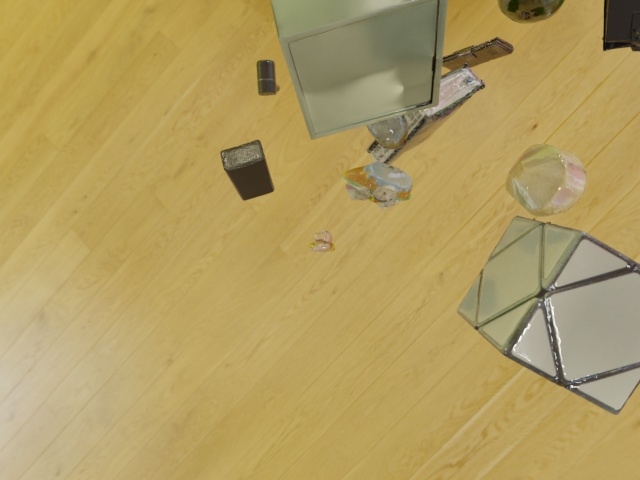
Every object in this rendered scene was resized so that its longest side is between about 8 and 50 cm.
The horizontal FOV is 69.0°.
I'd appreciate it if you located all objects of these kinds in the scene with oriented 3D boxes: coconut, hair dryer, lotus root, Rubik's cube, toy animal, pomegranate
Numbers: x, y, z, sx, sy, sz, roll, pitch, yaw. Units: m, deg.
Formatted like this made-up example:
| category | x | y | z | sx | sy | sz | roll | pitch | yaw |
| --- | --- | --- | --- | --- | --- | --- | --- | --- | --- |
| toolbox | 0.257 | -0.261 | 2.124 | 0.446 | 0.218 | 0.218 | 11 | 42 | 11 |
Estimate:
| category | x | y | z | sx | sy | sz | roll | pitch | yaw |
| --- | --- | --- | --- | --- | --- | --- | --- | --- | --- |
| coconut | 0.686 | -0.184 | 1.423 | 0.237 | 0.237 | 0.197 | 47 | 129 | 14 |
| hair dryer | -0.192 | -0.621 | 1.825 | 0.072 | 0.219 | 0.124 | 0 | 97 | 9 |
| lotus root | 0.141 | -0.278 | 1.060 | 0.088 | 0.088 | 0.165 | -37 | 96 | 8 |
| Rubik's cube | 0.375 | 0.103 | 0.730 | 0.205 | 0.205 | 0.207 | 28 | 98 | -7 |
| toy animal | 0.000 | 0.000 | 1.648 | 0.092 | 0.114 | 0.081 | 4 | 94 | 22 |
| pomegranate | 0.573 | -0.699 | 1.237 | 0.187 | 0.187 | 0.225 | 14 | 90 | 15 |

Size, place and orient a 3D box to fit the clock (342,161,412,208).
| category | x | y | z | sx | sy | sz | roll | pitch | yaw |
| --- | --- | --- | --- | --- | --- | --- | --- | --- | --- |
| clock | 0.172 | -0.161 | 1.403 | 0.231 | 0.144 | 0.103 | 18 | 55 | -18 |

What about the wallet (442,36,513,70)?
| category | x | y | z | sx | sy | sz | roll | pitch | yaw |
| --- | --- | --- | --- | --- | --- | --- | --- | --- | --- |
| wallet | 0.539 | -0.647 | 1.630 | 0.230 | 0.124 | 0.042 | 1 | 90 | 48 |

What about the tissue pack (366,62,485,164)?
| category | x | y | z | sx | sy | sz | roll | pitch | yaw |
| --- | --- | --- | --- | --- | --- | --- | --- | --- | --- |
| tissue pack | 0.324 | -0.393 | 1.511 | 0.259 | 0.361 | 0.122 | -34 | 86 | -24 |

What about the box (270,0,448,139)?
| category | x | y | z | sx | sy | sz | roll | pitch | yaw |
| --- | --- | --- | --- | --- | --- | --- | --- | --- | --- |
| box | 0.060 | -0.294 | 0.715 | 0.225 | 0.225 | 0.117 | -14 | 65 | 4 |

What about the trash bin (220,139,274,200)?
| category | x | y | z | sx | sy | sz | roll | pitch | yaw |
| --- | --- | --- | --- | --- | --- | --- | --- | --- | --- |
| trash bin | -0.287 | -0.275 | 1.892 | 0.165 | 0.225 | 0.114 | -18 | 59 | -2 |

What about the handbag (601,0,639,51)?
| category | x | y | z | sx | sy | sz | roll | pitch | yaw |
| --- | --- | --- | --- | --- | --- | --- | --- | --- | --- |
| handbag | 0.930 | -0.665 | 1.235 | 0.304 | 0.122 | 0.328 | 3 | 90 | 25 |
